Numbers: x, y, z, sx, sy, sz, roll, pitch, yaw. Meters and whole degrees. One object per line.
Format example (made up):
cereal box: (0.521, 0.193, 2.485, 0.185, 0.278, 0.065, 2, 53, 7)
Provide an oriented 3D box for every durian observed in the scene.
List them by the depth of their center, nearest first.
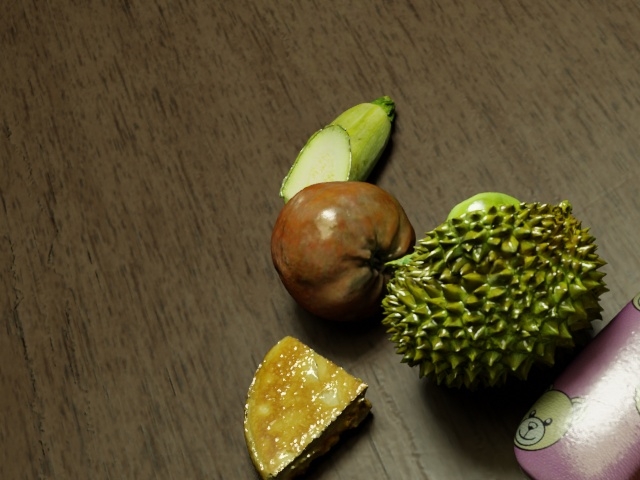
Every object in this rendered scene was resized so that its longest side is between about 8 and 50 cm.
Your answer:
durian: (0.156, 0.051, 1.469, 0.200, 0.237, 0.176, -4, 85, -20)

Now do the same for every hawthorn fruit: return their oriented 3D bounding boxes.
hawthorn fruit: (0.003, 0.011, 1.626, 0.189, 0.149, 0.149, -3, 50, 29)

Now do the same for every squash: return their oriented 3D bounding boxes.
squash: (0.029, -0.104, 1.762, 0.090, 0.075, 0.200, -13, 38, 53)

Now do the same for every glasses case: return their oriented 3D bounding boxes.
glasses case: (0.306, 0.116, 1.422, 0.316, 0.076, 0.123, -43, 50, -16)

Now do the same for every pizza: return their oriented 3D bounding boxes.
pizza: (-0.012, 0.170, 1.554, 0.134, 0.046, 0.175, -4, 49, 25)
